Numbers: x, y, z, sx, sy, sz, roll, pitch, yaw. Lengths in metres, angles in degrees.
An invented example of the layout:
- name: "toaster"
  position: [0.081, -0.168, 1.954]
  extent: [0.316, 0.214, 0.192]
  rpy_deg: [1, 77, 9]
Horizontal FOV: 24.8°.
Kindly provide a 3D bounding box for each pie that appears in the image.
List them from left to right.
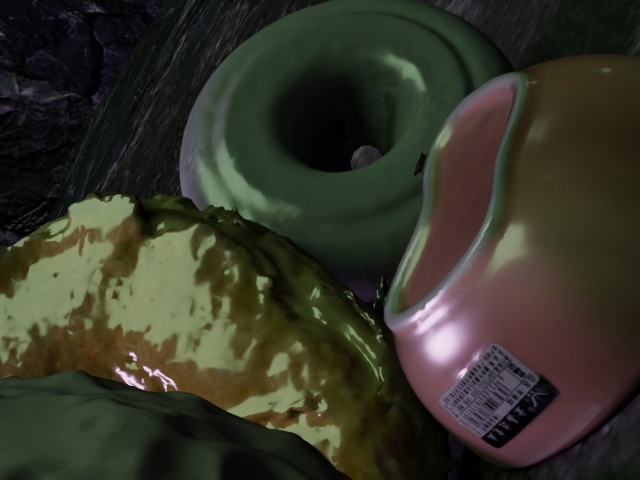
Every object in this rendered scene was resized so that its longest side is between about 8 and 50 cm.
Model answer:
- name: "pie"
  position: [-0.101, 0.130, 0.770]
  extent: [0.339, 0.339, 0.083]
  rpy_deg: [-65, -24, -7]

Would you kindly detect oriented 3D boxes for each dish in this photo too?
- name: "dish"
  position: [0.096, -0.005, 0.696]
  extent: [0.213, 0.090, 0.213]
  rpy_deg: [-55, 18, 27]

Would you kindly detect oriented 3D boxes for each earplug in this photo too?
- name: "earplug"
  position: [-0.007, -0.002, 0.902]
  extent: [0.214, 0.175, 0.325]
  rpy_deg: [43, 105, 34]

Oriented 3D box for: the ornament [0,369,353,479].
- name: "ornament"
  position: [-0.083, 0.214, 0.500]
  extent: [0.337, 0.337, 0.337]
  rpy_deg: [-56, 17, 26]
